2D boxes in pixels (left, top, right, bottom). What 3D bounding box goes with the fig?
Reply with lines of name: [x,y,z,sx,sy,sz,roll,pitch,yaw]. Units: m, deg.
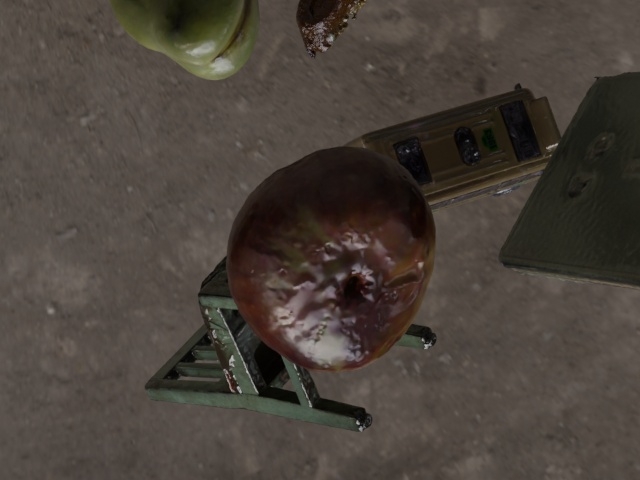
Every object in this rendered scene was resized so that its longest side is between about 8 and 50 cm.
fig: [0.015,0.005,0.888,0.143,0.231,0.160,15,100,8]

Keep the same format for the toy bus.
toy bus: [0.180,-0.114,1.634,0.289,0.157,0.140,-16,85,-17]

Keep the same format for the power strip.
power strip: [0.254,-0.042,0.917,0.064,0.213,0.198,38,77,-25]

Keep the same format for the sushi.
sushi: [0.014,-0.243,1.224,0.118,0.061,0.060,-50,148,1]

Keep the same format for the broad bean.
broad bean: [-0.184,-0.334,1.585,0.189,0.263,0.121,-47,156,9]

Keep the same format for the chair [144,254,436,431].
chair: [-0.052,0.062,1.081,0.136,0.270,0.147,-45,126,-39]
